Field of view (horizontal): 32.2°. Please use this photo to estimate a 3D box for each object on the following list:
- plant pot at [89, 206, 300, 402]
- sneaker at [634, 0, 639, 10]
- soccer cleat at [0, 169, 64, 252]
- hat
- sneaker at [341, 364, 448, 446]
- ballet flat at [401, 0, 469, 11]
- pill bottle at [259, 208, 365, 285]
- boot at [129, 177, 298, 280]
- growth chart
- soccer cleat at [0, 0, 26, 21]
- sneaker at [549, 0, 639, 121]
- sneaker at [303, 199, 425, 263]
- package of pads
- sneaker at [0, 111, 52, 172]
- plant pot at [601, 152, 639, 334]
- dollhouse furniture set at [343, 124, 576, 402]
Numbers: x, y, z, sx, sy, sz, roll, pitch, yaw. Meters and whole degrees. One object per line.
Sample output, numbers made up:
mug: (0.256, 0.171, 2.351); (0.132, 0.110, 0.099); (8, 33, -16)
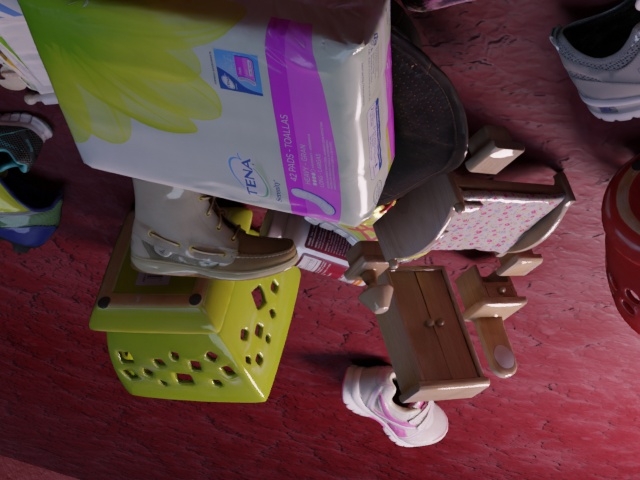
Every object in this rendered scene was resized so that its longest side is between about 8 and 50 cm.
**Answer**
plant pot: (-0.181, 0.078, 1.541); (0.227, 0.228, 0.207); (0, 146, 21)
sneaker: (0.354, -0.252, 0.813); (0.169, 0.108, 0.292); (39, 126, 9)
soccer cleat: (-0.485, -0.087, 1.500); (0.289, 0.093, 0.121); (26, 119, -19)
hat: (-0.003, -0.171, 1.064); (0.331, 0.134, 0.331); (17, 152, 9)
sneaker: (0.154, 0.296, 1.967); (0.111, 0.103, 0.252); (-14, 145, 42)
ballet flat: (0.153, -0.248, 0.944); (0.221, 0.077, 0.079); (-3, 147, 34)
pill bottle: (0.000, 0.000, 1.463); (0.152, 0.086, 0.086); (18, 152, -14)
boot: (-0.133, -0.039, 1.372); (0.213, 0.077, 0.165); (2, 110, 3)
growth chart: (-0.312, -0.220, 1.220); (0.172, 0.021, 0.237); (3, 152, 16)
soccer cleat: (-0.283, -0.263, 1.053); (0.331, 0.116, 0.143); (8, 174, 3)
sneaker: (0.327, -0.185, 0.963); (0.115, 0.105, 0.281); (35, 143, -32)
sneaker: (0.069, -0.036, 1.378); (0.208, 0.081, 0.094); (22, 143, -27)
package of pads: (-0.086, -0.134, 0.942); (0.296, 0.101, 0.229); (13, 147, 14)
sneaker: (-0.424, -0.120, 1.393); (0.166, 0.076, 0.065); (1, 151, 18)
plant pot: (0.399, 0.000, 1.207); (0.191, 0.191, 0.174); (-3, 145, 26)
dollhouse furniture set: (0.223, 0.041, 1.307); (0.303, 0.174, 0.355); (1, 150, -35)
